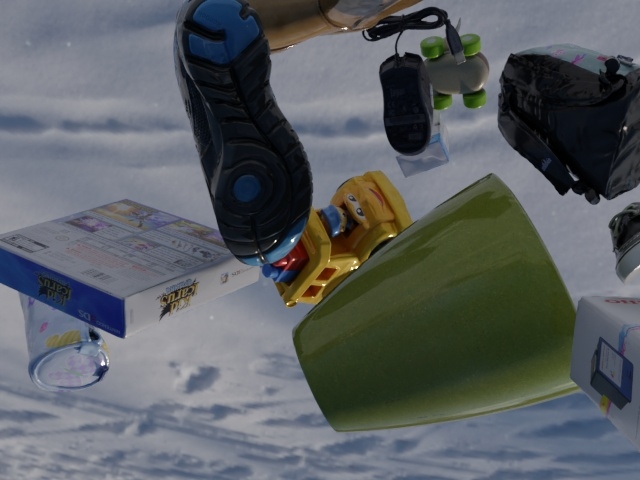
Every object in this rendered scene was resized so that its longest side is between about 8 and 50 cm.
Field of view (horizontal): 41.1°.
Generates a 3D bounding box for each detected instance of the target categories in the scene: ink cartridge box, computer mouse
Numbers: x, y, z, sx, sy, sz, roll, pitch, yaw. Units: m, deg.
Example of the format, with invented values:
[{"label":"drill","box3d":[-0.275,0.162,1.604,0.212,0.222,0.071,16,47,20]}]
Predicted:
[{"label":"ink cartridge box","box3d":[0.226,-0.220,1.885,0.104,0.180,0.060,-20,119,20]},{"label":"computer mouse","box3d":[0.189,-0.293,1.551,0.184,0.060,0.262,-8,100,34]},{"label":"ink cartridge box","box3d":[0.327,0.119,0.734,0.154,0.093,0.212,3,-166,-6]}]

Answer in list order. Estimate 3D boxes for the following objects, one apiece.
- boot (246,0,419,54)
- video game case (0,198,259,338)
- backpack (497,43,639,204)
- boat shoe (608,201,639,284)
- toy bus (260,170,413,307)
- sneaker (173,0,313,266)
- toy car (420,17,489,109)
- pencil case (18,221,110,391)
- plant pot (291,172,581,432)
[{"label":"boot","box3d":[0.017,-0.289,0.990,0.236,0.089,0.269,-18,-171,-16]},{"label":"video game case","box3d":[-0.259,0.027,1.136,0.269,0.244,0.061,18,116,32]},{"label":"backpack","box3d":[0.276,-0.140,0.921,0.115,0.182,0.152,-7,121,-32]},{"label":"boat shoe","box3d":[0.368,-0.004,0.994,0.078,0.070,0.219,-45,166,22]},{"label":"toy bus","box3d":[0.000,0.000,1.301,0.211,0.150,0.220,2,139,-40]},{"label":"sneaker","box3d":[-0.096,-0.135,1.037,0.125,0.139,0.341,-16,115,-15]},{"label":"toy car","box3d":[0.303,-0.400,1.866,0.148,0.188,0.155,1,129,21]},{"label":"pencil case","box3d":[-0.393,0.095,1.286,0.113,0.273,0.124,7,128,-32]},{"label":"plant pot","box3d":[0.125,0.106,1.008,0.293,0.275,0.275,-25,143,3]}]
